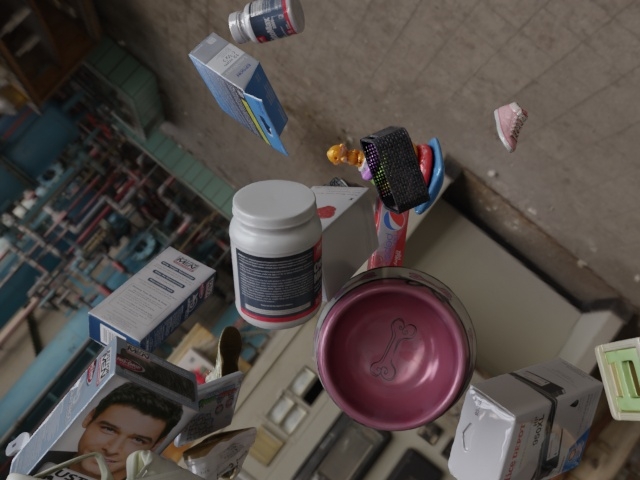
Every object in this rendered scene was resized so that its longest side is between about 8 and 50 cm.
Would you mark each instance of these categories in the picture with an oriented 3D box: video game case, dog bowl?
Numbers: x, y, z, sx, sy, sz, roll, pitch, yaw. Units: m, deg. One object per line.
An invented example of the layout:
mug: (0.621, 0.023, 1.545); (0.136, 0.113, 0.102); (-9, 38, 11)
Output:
video game case: (-0.241, 0.366, 1.505); (0.019, 0.143, 0.157); (30, -155, 32)
dog bowl: (0.173, 0.268, 1.652); (0.408, 0.408, 0.150); (37, -175, 6)

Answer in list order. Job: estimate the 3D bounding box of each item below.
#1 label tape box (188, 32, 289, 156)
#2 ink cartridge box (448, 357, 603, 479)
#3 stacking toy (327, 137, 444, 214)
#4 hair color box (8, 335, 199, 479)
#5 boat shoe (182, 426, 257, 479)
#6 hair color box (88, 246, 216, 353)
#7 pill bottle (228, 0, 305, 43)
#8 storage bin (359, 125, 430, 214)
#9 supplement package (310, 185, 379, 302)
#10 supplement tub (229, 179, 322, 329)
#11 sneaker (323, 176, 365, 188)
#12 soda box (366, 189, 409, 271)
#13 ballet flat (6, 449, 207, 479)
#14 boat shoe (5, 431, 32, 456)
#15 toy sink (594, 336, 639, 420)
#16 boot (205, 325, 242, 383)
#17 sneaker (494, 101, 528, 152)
label tape box: (-0.204, -0.426, 2.018); (0.347, 0.115, 0.249); (37, 167, 34)
ink cartridge box: (0.567, 0.516, 1.902); (0.394, 0.286, 0.166); (-6, -156, -35)
stacking toy: (0.161, -0.198, 1.812); (0.301, 0.166, 0.175); (11, 132, -11)
hair color box: (-0.419, 0.378, 1.325); (0.185, 0.374, 0.114); (33, -162, -28)
boat shoe: (-0.210, 0.471, 1.496); (0.277, 0.098, 0.096); (7, -112, -71)
hair color box: (-0.461, 0.174, 1.924); (0.173, 0.347, 0.105); (27, 131, 14)
pill bottle: (-0.140, -0.572, 1.796); (0.180, 0.108, 0.108); (-10, 147, 19)
storage bin: (0.169, -0.162, 1.574); (0.122, 0.084, 0.180); (-138, 26, -73)
supplement package: (0.000, 0.000, 1.720); (0.177, 0.293, 0.176); (4, 119, 30)
supplement tub: (-0.091, 0.031, 1.445); (0.191, 0.191, 0.272); (29, 132, 38)
sneaker: (0.094, -0.145, 2.100); (0.283, 0.124, 0.107); (-153, 58, -77)
soda box: (0.201, -0.014, 2.040); (0.092, 0.264, 0.083); (8, 175, -10)
ballet flat: (-0.351, 0.429, 1.200); (0.400, 0.139, 0.139); (6, -168, -39)
boat shoe: (-0.849, 0.584, 1.971); (0.040, 0.049, 0.142); (25, 137, -39)
toy sink: (0.626, 0.262, 1.326); (0.234, 0.131, 0.153); (97, 164, -78)
boot: (-0.311, 0.394, 2.200); (0.077, 0.213, 0.165); (11, 149, -23)
sneaker: (0.453, -0.271, 1.617); (0.070, 0.134, 0.051); (-25, 138, 30)
